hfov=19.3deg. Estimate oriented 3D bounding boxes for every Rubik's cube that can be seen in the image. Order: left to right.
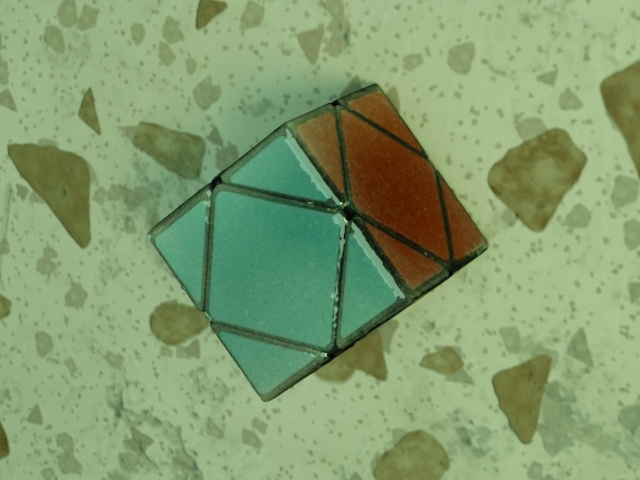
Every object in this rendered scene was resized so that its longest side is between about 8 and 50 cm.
[{"bbox_3d":[0.000,0.000,1.804,0.205,0.207,0.205,-37,88,31],"label":"Rubik's cube"}]
